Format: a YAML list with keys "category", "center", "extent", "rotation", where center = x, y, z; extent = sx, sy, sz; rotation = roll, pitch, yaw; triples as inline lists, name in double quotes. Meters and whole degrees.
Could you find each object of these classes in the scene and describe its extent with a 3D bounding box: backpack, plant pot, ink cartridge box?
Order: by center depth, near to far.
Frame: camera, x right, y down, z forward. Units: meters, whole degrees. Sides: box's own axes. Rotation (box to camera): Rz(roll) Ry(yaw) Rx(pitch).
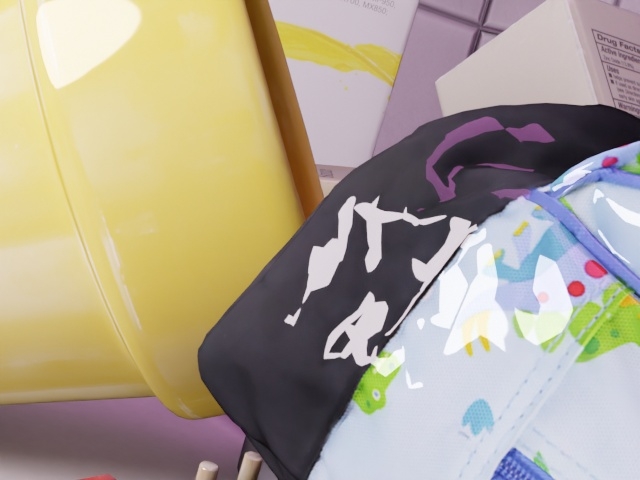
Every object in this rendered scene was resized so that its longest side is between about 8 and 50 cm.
- category: "backpack"
  center: [0.187, 0.109, 0.378]
  extent: [0.290, 0.273, 0.355]
  rotation: [23, 26, -51]
- category: "plant pot"
  center: [-0.127, -0.029, 0.597]
  extent: [0.239, 0.254, 0.254]
  rotation: [-16, 7, 4]
- category: "ink cartridge box"
  center: [-0.040, -0.170, 1.326]
  extent: [0.160, 0.385, 0.279]
  rotation: [14, 8, -18]

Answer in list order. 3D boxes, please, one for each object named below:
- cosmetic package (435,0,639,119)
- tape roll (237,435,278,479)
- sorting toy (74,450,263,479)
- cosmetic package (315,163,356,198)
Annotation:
- category: "cosmetic package"
  center: [0.193, 0.009, 0.854]
  extent: [0.153, 0.296, 0.129]
  rotation: [11, -30, -39]
- category: "tape roll"
  center: [0.070, 0.117, 0.692]
  extent: [0.219, 0.072, 0.219]
  rotation: [17, 8, -3]
- category: "sorting toy"
  center: [-0.021, 0.123, 0.468]
  extent: [0.132, 0.046, 0.274]
  rotation: [28, 19, 38]
- category: "cosmetic package"
  center: [0.000, 0.000, 1.016]
  extent: [0.309, 0.113, 0.160]
  rotation: [6, 7, -3]
